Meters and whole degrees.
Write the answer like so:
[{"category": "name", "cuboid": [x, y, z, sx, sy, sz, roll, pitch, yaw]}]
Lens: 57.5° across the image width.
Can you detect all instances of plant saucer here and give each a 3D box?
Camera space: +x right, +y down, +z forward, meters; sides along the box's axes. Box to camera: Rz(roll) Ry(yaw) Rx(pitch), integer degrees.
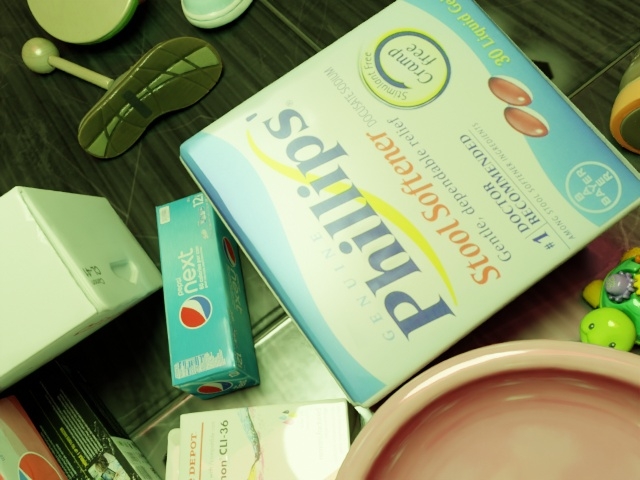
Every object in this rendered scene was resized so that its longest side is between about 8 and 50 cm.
[{"category": "plant saucer", "cuboid": [0.166, 0.237, 0.410, 0.332, 0.084, 0.332, -2, 80, 14]}]

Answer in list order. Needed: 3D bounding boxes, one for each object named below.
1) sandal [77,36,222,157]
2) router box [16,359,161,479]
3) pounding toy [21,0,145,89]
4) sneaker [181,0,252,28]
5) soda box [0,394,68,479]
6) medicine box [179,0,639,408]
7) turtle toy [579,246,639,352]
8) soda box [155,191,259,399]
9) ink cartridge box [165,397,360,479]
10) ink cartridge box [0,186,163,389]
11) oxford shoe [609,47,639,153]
[{"category": "sandal", "cuboid": [-0.235, -0.198, 0.791, 0.219, 0.090, 0.060, -42, 39, 0]}, {"category": "router box", "cuboid": [-0.263, 0.230, 0.589, 0.133, 0.046, 0.179, -46, 61, -9]}, {"category": "pounding toy", "cuboid": [-0.343, -0.356, 0.894, 0.183, 0.110, 0.237, 17, 99, 11]}, {"category": "sneaker", "cuboid": [-0.159, -0.479, 0.828, 0.127, 0.208, 0.319, 1, 65, 15]}, {"category": "soda box", "cuboid": [-0.238, 0.264, 0.480, 0.083, 0.092, 0.263, -35, 87, -6]}, {"category": "medicine box", "cuboid": [0.073, -0.039, 0.534, 0.289, 0.149, 0.263, -35, 77, -6]}, {"category": "turtle toy", "cuboid": [0.283, 0.058, 0.514, 0.130, 0.066, 0.095, -38, 60, -6]}, {"category": "soda box", "cuboid": [-0.123, 0.055, 0.625, 0.067, 0.071, 0.210, -17, 61, 7]}, {"category": "ink cartridge box", "cuboid": [-0.063, 0.215, 0.529, 0.198, 0.067, 0.115, -9, 63, 11]}, {"category": "ink cartridge box", "cuboid": [-0.332, 0.086, 0.562, 0.306, 0.226, 0.131, -35, 93, -1]}, {"category": "oxford shoe", "cuboid": [0.431, -0.187, 0.487, 0.364, 0.130, 0.132, -11, 50, 48]}]
